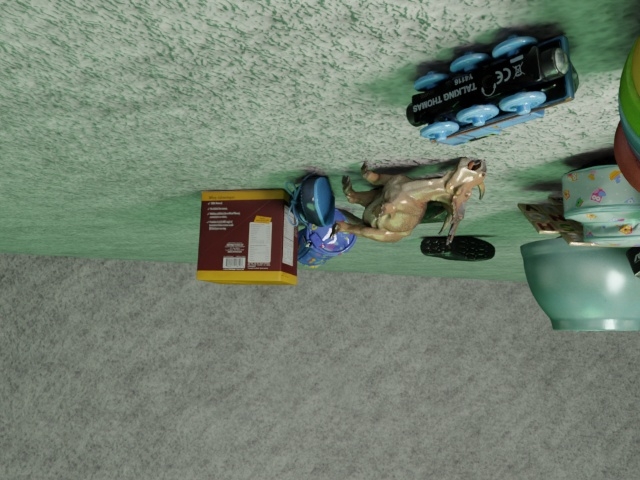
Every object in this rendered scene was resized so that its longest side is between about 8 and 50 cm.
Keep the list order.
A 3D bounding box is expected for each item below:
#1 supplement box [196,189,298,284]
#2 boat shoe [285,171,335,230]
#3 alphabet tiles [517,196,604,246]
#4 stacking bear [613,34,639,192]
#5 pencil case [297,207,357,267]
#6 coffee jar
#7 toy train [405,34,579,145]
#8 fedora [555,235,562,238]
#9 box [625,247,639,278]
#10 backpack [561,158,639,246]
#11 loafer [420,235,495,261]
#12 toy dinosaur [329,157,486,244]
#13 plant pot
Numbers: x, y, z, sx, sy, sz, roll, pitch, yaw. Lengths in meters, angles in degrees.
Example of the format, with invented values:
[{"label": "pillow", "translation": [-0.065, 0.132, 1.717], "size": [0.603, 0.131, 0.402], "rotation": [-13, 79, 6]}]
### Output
[{"label": "supplement box", "translation": [-0.157, -0.003, 1.224], "size": [0.191, 0.194, 0.129], "rotation": [0, 171, 13]}, {"label": "boat shoe", "translation": [-0.024, -0.064, 1.105], "size": [0.089, 0.109, 0.258], "rotation": [4, 169, 6]}, {"label": "alphabet tiles", "translation": [0.514, -0.040, 1.066], "size": [0.237, 0.009, 0.198], "rotation": [2, -150, -4]}, {"label": "stacking bear", "translation": [0.321, -0.140, 0.417], "size": [0.164, 0.175, 0.289], "rotation": [-9, 158, 20]}, {"label": "pencil case", "translation": [0.000, 0.000, 1.444], "size": [0.133, 0.119, 0.306], "rotation": [-25, 177, -14]}, {"label": "coffee jar", "translation": [0.183, -0.072, 1.087], "size": [0.184, 0.079, 0.096], "rotation": [-5, 170, 32]}, {"label": "toy train", "translation": [0.180, -0.154, 0.585], "size": [0.105, 0.080, 0.184], "rotation": [-2, 174, -42]}, {"label": "fedora", "translation": [0.628, -0.032, 1.246], "size": [0.194, 0.079, 0.194], "rotation": [-1, 172, 0]}, {"label": "box", "translation": [0.697, 0.006, 0.913], "size": [0.216, 0.060, 0.270], "rotation": [23, 135, -17]}, {"label": "backpack", "translation": [0.490, -0.062, 0.896], "size": [0.188, 0.144, 0.166], "rotation": [11, 173, -32]}, {"label": "loafer", "translation": [0.418, 0.024, 1.690], "size": [0.223, 0.076, 0.078], "rotation": [4, 177, 20]}, {"label": "toy dinosaur", "translation": [0.143, -0.048, 0.996], "size": [0.200, 0.127, 0.296], "rotation": [15, 157, -24]}, {"label": "plant pot", "translation": [0.600, 0.103, 1.221], "size": [0.293, 0.196, 0.293], "rotation": [0, 172, 0]}]
